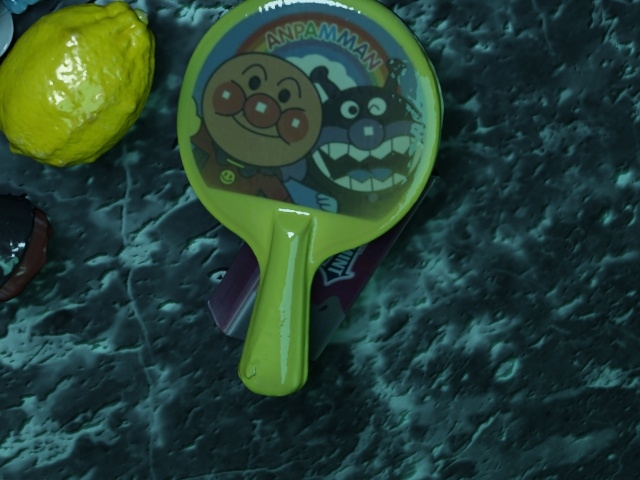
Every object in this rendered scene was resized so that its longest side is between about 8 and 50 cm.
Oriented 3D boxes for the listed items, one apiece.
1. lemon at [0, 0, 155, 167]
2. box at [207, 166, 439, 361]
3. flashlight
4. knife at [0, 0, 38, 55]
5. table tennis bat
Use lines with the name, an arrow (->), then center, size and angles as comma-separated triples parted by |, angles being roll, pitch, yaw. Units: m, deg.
lemon -> -0.192, -0.125, 1.214 | 0.114, 0.114, 0.155 | 32, 105, -37
box -> 0.000, 0.000, 1.413 | 0.120, 0.069, 0.224 | 18, 114, -31
flashlight -> -0.332, -0.031, 1.242 | 0.232, 0.093, 0.093 | 29, 107, -31
knife -> -0.254, -0.166, 1.195 | 0.244, 0.058, 0.032 | -44, 149, 9
table tennis bat -> -0.021, -0.036, 1.322 | 0.224, 0.054, 0.368 | 11, 107, 2
